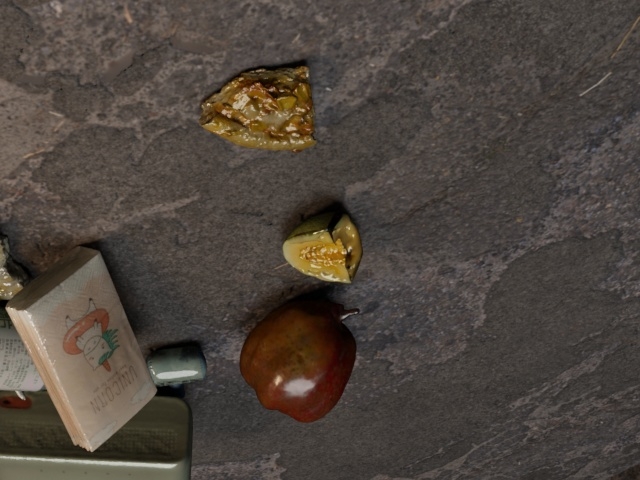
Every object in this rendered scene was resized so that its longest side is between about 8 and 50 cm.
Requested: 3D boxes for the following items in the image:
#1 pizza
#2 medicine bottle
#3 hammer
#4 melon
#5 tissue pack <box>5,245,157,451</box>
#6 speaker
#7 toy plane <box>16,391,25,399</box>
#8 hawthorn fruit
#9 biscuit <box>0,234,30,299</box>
[{"bbox_3d":[-0.063,-0.191,1.511,0.182,0.062,0.161,20,126,-33],"label":"pizza"},{"bbox_3d":[-0.534,0.183,1.762,0.293,0.141,0.141,10,137,-36],"label":"medicine bottle"},{"bbox_3d":[-0.279,0.270,2.030,0.116,0.070,0.194,-7,150,-9],"label":"hammer"},{"bbox_3d":[0.000,0.000,1.765,0.128,0.079,0.160,-3,146,16],"label":"melon"},{"bbox_3d":[-0.389,0.184,1.740,0.170,0.071,0.325,-43,134,-35],"label":"tissue pack"},{"bbox_3d":[-0.445,0.399,2.011,0.406,0.183,0.184,5,142,-11],"label":"speaker"},{"bbox_3d":[-0.572,0.261,1.936,0.077,0.024,0.084,-29,111,18],"label":"toy plane"},{"bbox_3d":[-0.021,0.203,1.918,0.208,0.208,0.248,29,107,-41],"label":"hawthorn fruit"},{"bbox_3d":[-0.573,0.032,1.655,0.188,0.040,0.265,-34,139,25],"label":"biscuit"}]
